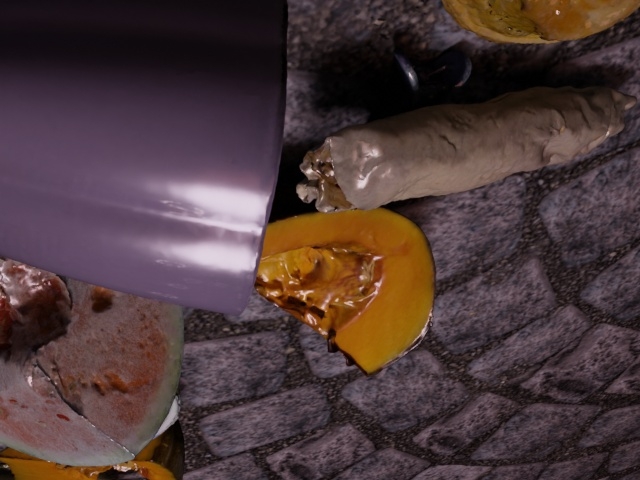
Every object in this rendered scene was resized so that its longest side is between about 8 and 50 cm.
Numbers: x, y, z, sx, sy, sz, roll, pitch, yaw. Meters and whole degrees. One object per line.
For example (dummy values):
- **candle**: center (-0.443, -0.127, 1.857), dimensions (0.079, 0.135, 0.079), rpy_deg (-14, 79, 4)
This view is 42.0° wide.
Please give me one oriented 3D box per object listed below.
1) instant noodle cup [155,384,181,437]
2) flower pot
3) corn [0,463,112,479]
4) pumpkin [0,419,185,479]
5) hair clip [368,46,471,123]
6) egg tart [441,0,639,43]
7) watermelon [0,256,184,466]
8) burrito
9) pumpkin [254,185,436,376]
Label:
- **instant noodle cup**: center (-0.248, 0.139, 0.934), dimensions (0.204, 0.153, 0.205), rpy_deg (-11, 142, -9)
- **flower pot**: center (-0.164, -0.087, 0.637), dimensions (0.243, 0.265, 0.265), rpy_deg (10, 135, -14)
- **corn**: center (-0.428, 0.389, 1.179), dimensions (0.305, 0.123, 0.122), rpy_deg (4, 135, -28)
- **pumpkin**: center (-0.289, 0.251, 1.089), dimensions (0.247, 0.126, 0.131), rpy_deg (-5, 152, 12)
- **hair clip**: center (0.061, -0.091, 0.883), dimensions (0.083, 0.048, 0.275), rpy_deg (-8, 146, -31)
- **egg tart**: center (0.217, -0.247, 0.709), dimensions (0.240, 0.106, 0.241), rpy_deg (-13, 146, -9)
- **watermelon**: center (-0.259, 0.055, 0.789), dimensions (0.188, 0.322, 0.175), rpy_deg (-23, 178, 44)
- **burrito**: center (0.153, -0.095, 0.834), dimensions (0.392, 0.076, 0.117), rpy_deg (-14, 157, -29)
- **pumpkin**: center (0.000, 0.000, 0.900), dimensions (0.169, 0.148, 0.312), rpy_deg (-46, 132, 5)
